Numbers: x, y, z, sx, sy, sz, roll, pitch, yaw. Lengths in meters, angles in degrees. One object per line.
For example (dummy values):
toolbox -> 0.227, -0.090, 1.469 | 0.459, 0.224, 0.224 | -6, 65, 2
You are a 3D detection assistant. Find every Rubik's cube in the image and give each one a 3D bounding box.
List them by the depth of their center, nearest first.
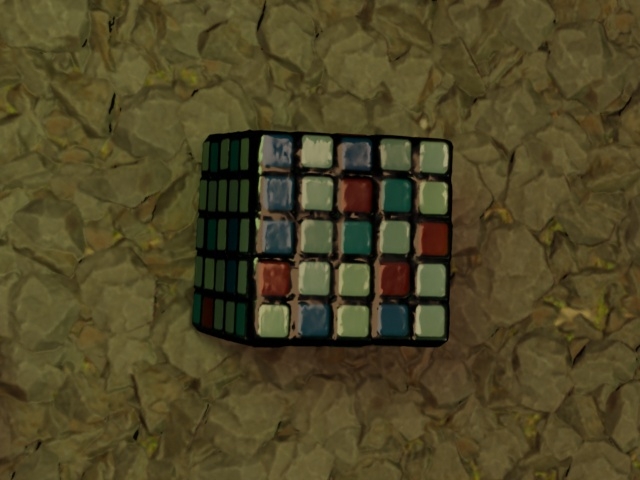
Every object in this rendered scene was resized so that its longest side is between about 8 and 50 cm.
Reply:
Rubik's cube -> 0.000, 0.000, 1.402 | 0.182, 0.187, 0.184 | 3, 90, -18
